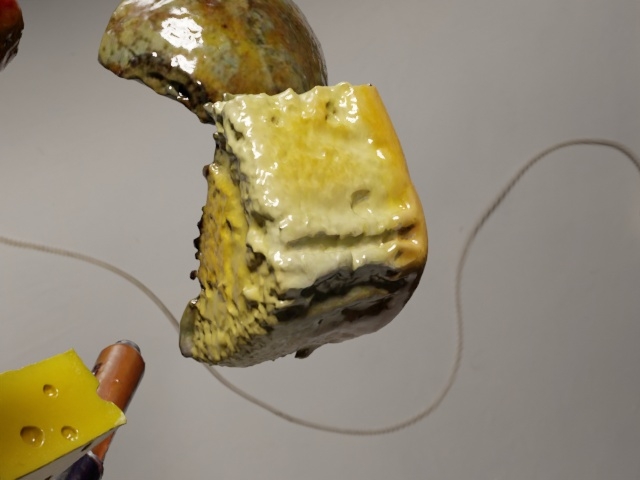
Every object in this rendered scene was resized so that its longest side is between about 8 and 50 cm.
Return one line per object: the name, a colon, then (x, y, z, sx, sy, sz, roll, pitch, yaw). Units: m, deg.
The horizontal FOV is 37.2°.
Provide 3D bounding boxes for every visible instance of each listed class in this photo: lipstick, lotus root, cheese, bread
lipstick: (-0.285, 0.244, 1.140, 0.077, 0.418, 0.077, 2, 115, 4)
lotus root: (-0.080, -0.209, 1.029, 0.210, 0.314, 0.142, 26, 106, 7)
cheese: (-0.264, 0.170, 0.835, 0.171, 0.126, 0.093, -31, 71, -38)
bread: (0.000, 0.000, 0.817, 0.204, 0.162, 0.262, -13, 123, -37)

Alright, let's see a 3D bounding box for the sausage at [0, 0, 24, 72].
sausage: (-0.286, -0.077, 0.546, 0.102, 0.302, 0.076, 28, 134, -2)
